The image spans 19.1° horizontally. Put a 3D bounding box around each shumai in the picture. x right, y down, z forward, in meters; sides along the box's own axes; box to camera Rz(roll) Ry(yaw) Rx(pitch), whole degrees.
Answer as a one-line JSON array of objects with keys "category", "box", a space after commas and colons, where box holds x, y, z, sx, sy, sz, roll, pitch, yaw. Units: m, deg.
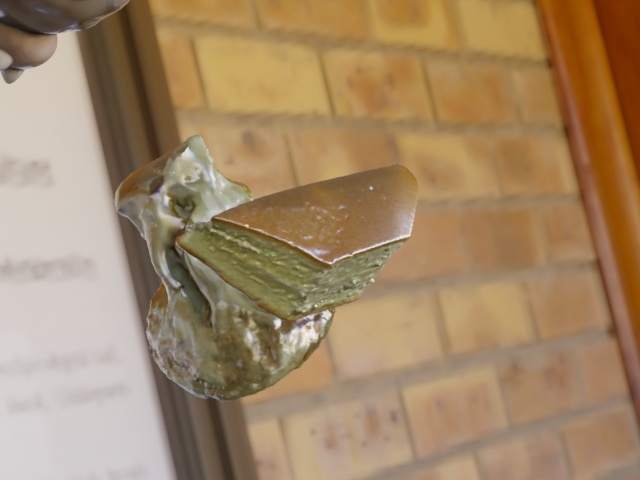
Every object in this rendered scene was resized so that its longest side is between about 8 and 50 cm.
[{"category": "shumai", "box": [-0.116, 0.029, 2.057, 0.222, 0.272, 0.204, -39, -44, -9]}]

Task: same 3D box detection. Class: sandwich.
[{"category": "sandwich", "box": [0.000, 0.000, 1.635, 0.258, 0.096, 0.094, -16, -23, -44]}]

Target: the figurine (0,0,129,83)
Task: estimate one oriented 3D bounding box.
[{"category": "figurine", "box": [-0.227, -0.340, 1.642, 0.203, 0.381, 0.248, 17, -20, -5]}]
